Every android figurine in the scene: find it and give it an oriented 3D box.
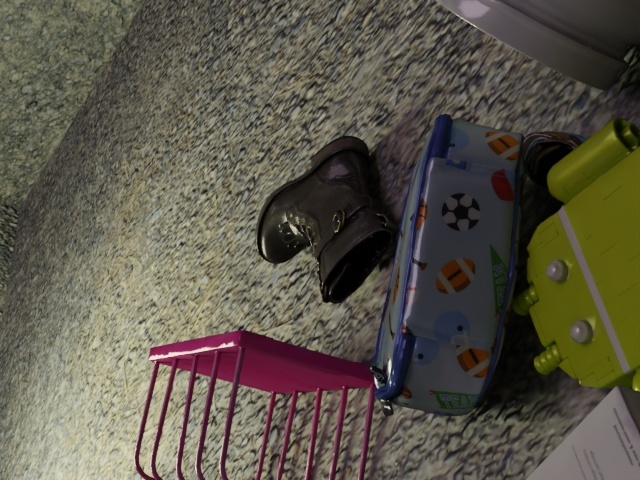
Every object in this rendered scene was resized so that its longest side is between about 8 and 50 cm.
[{"bbox_3d":[0.270,0.023,0.982,0.273,0.056,0.248,-41,55,43],"label":"android figurine"}]

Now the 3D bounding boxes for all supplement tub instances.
[{"bbox_3d":[0.269,-0.335,1.068,0.331,0.241,0.241,-61,27,19],"label":"supplement tub"}]

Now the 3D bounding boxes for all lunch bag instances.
[{"bbox_3d":[0.125,0.037,1.165,0.243,0.115,0.303,105,178,-82],"label":"lunch bag"}]

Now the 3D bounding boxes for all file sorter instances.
[{"bbox_3d":[-0.089,0.235,1.427,0.291,0.202,0.182,-17,58,59],"label":"file sorter"}]

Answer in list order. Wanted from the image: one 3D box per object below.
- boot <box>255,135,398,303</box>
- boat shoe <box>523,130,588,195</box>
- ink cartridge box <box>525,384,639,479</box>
[{"bbox_3d":[0.000,0.000,1.543,0.263,0.091,0.229,-51,31,32],"label":"boot"},{"bbox_3d":[0.242,-0.077,1.141,0.066,0.066,0.183,-65,26,10],"label":"boat shoe"},{"bbox_3d":[0.226,0.226,0.851,0.219,0.160,0.092,-56,29,30],"label":"ink cartridge box"}]
